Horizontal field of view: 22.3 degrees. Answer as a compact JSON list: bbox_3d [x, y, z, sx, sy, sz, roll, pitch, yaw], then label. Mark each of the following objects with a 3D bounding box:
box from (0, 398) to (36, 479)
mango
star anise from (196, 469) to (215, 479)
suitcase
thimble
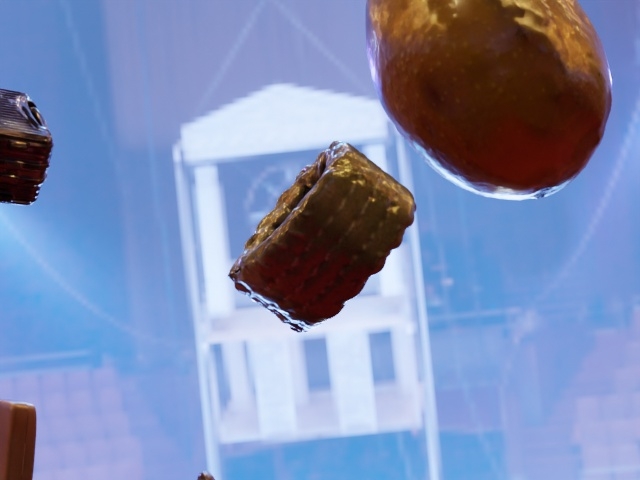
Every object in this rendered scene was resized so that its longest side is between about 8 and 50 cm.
[{"bbox_3d":[-0.215,0.168,1.119,0.025,0.115,0.048,7,-5,-33],"label":"box"},{"bbox_3d":[0.109,-0.162,1.223,0.176,0.176,0.329,-3,35,-15],"label":"mango"},{"bbox_3d":[-0.078,0.198,1.030,0.141,0.141,0.042,-3,-44,-33],"label":"star anise"},{"bbox_3d":[-0.243,-0.066,1.067,0.126,0.059,0.086,7,29,-29],"label":"suitcase"},{"bbox_3d":[0.000,0.000,0.935,0.110,0.062,0.084,-47,12,16],"label":"thimble"}]
